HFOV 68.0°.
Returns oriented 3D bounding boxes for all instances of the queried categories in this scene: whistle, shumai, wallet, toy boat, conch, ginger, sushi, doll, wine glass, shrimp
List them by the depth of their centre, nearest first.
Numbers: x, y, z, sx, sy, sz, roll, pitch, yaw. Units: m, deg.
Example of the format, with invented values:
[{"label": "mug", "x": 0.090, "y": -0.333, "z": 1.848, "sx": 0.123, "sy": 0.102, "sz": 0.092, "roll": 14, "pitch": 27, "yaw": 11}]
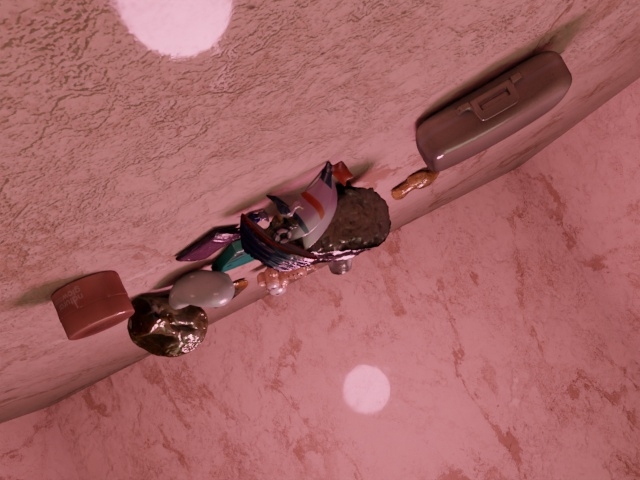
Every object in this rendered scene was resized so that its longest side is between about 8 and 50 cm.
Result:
[{"label": "toy boat", "x": -0.042, "y": -0.044, "z": 1.161, "sx": 0.318, "sy": 0.219, "sz": 0.072, "roll": -31, "pitch": -150, "yaw": 0}, {"label": "whistle", "x": -0.166, "y": -0.054, "z": 1.206, "sx": 0.083, "sy": 0.033, "sz": 0.029, "roll": -20, "pitch": 173, "yaw": -36}, {"label": "wallet", "x": -0.288, "y": 0.013, "z": 1.240, "sx": 0.166, "sy": 0.030, "sz": 0.111, "roll": -31, "pitch": 172, "yaw": 27}, {"label": "sushi", "x": 0.030, "y": -0.040, "z": 1.358, "sx": 0.350, "sy": 0.211, "sz": 0.171, "roll": -17, "pitch": 173, "yaw": -27}, {"label": "conch", "x": -0.378, "y": 0.155, "z": 1.500, "sx": 0.221, "sy": 0.121, "sz": 0.185, "roll": -5, "pitch": 169, "yaw": 15}, {"label": "shumai", "x": -0.490, "y": 0.262, "z": 1.556, "sx": 0.271, "sy": 0.222, "sz": 0.203, "roll": -11, "pitch": 161, "yaw": -33}, {"label": "wine glass", "x": 0.068, "y": 0.022, "z": 1.834, "sx": 0.111, "sy": 0.204, "sz": 0.111, "roll": -8, "pitch": -158, "yaw": 3}, {"label": "ginger", "x": 0.367, "y": -0.216, "z": 1.849, "sx": 0.133, "sy": 0.059, "sz": 0.214, "roll": -17, "pitch": 166, "yaw": -34}, {"label": "doll", "x": -0.147, "y": 0.150, "z": 2.082, "sx": 0.278, "sy": 0.119, "sz": 0.154, "roll": -27, "pitch": 148, "yaw": 22}, {"label": "shrimp", "x": -0.457, "y": 0.258, "z": 2.211, "sx": 0.296, "sy": 0.058, "sz": 0.169, "roll": -37, "pitch": 161, "yaw": 34}]

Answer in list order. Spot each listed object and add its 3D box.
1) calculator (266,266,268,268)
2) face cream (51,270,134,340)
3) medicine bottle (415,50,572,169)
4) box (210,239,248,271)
[{"label": "calculator", "x": -0.122, "y": 0.075, "z": 2.216, "sx": 0.165, "sy": 0.028, "sz": 0.274, "roll": -33, "pitch": 171, "yaw": 30}, {"label": "face cream", "x": -0.515, "y": 0.148, "z": 1.079, "sx": 0.149, "sy": 0.104, "sz": 0.149, "roll": -27, "pitch": 173, "yaw": -4}, {"label": "medicine bottle", "x": 0.424, "y": -0.310, "z": 1.196, "sx": 0.375, "sy": 0.123, "sz": 0.282, "roll": -28, "pitch": 171, "yaw": 12}, {"label": "box", "x": -0.242, "y": 0.038, "z": 1.511, "sx": 0.161, "sy": 0.042, "sz": 0.226, "roll": -23, "pitch": 171, "yaw": -35}]
